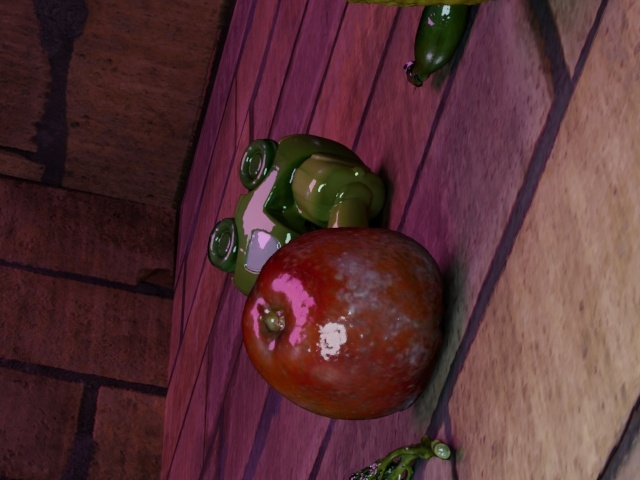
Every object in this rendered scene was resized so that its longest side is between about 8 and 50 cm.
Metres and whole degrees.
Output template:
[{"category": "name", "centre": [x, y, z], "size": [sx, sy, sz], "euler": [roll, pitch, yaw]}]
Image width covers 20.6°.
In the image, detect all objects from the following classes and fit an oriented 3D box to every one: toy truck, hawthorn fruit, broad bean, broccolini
[{"category": "toy truck", "centre": [-0.003, -0.018, 1.852], "size": [0.210, 0.148, 0.187], "euler": [3, 80, 57]}, {"category": "hawthorn fruit", "centre": [0.021, 0.067, 1.493], "size": [0.173, 0.173, 0.173], "euler": [-168, 90, -80]}, {"category": "broad bean", "centre": [0.125, -0.283, 1.660], "size": [0.144, 0.049, 0.292], "euler": [-133, 55, -79]}, {"category": "broccolini", "centre": [0.072, 0.180, 1.450], "size": [0.052, 0.054, 0.194], "euler": [-62, 3, -27]}]

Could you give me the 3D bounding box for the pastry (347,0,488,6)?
[{"category": "pastry", "centre": [0.080, -0.246, 1.332], "size": [0.235, 0.240, 0.132], "euler": [125, 150, -69]}]
